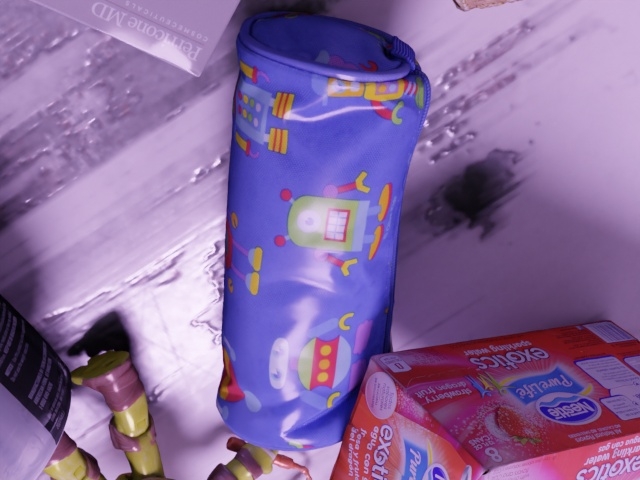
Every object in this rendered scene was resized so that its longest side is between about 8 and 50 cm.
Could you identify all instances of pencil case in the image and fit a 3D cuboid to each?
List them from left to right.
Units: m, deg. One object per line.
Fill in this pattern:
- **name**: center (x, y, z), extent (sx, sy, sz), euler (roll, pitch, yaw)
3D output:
- **pencil case**: center (0.000, 0.000, 0.826), extent (0.133, 0.119, 0.306), euler (4, 117, 0)

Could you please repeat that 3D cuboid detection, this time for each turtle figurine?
- **turtle figurine**: center (-0.145, 0.206, 0.906), extent (0.269, 0.087, 0.217), euler (-34, 111, -10)

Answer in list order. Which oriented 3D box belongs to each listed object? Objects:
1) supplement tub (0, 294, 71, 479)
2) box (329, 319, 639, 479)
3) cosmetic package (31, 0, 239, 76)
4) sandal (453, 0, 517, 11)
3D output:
- **supplement tub**: center (-0.334, 0.045, 0.758), extent (0.207, 0.207, 0.338), euler (-34, 116, 11)
- **box**: center (0.149, 0.149, 0.863), extent (0.257, 0.128, 0.122), euler (-4, 122, -38)
- **cosmetic package**: center (-0.076, -0.231, 0.707), extent (0.127, 0.107, 0.238), euler (21, 110, -20)
- **sandal**: center (0.090, -0.186, 0.777), extent (0.240, 0.088, 0.079), euler (7, 150, -19)
